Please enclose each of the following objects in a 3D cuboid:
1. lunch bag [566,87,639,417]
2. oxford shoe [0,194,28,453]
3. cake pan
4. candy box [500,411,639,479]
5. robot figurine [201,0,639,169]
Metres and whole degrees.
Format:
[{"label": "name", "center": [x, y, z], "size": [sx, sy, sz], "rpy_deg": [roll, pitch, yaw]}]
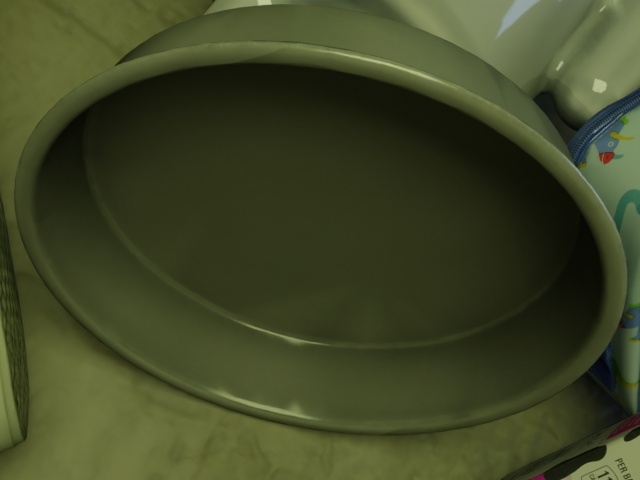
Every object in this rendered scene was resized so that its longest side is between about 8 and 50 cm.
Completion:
[{"label": "lunch bag", "center": [0.213, -0.003, 0.620], "size": [0.176, 0.219, 0.090], "rpy_deg": [-31, 50, -12]}, {"label": "oxford shoe", "center": [-0.247, -0.101, 0.585], "size": [0.130, 0.169, 0.450], "rpy_deg": [-9, 84, -9]}, {"label": "cake pan", "center": [0.000, 0.000, 0.554], "size": [0.293, 0.293, 0.054], "rpy_deg": [18, 52, -6]}, {"label": "candy box", "center": [0.215, 0.156, 0.579], "size": [0.233, 0.071, 0.159], "rpy_deg": [-34, 80, 27]}, {"label": "robot figurine", "center": [0.072, -0.181, 0.648], "size": [0.300, 0.200, 0.353], "rpy_deg": [36, 72, 10]}]
